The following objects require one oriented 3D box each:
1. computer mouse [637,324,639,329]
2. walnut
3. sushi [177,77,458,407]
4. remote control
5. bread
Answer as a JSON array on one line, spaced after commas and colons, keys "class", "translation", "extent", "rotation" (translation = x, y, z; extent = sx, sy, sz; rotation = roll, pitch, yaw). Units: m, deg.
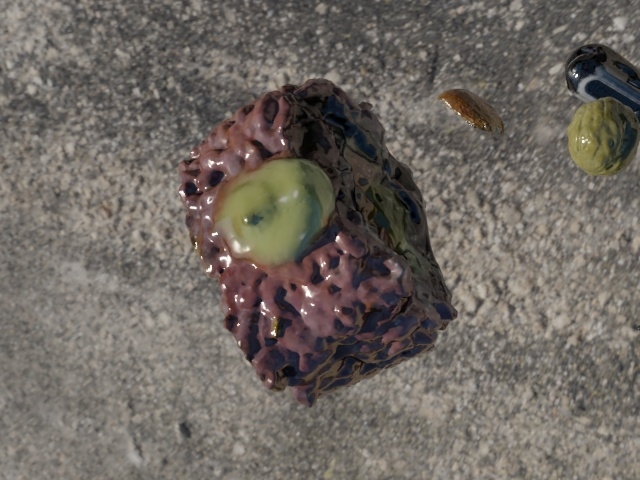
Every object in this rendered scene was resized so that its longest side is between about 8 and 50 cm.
[{"class": "computer mouse", "translation": [0.703, 0.136, 1.553], "extent": [0.264, 0.088, 0.147], "rotation": [-13, 60, 30]}, {"class": "walnut", "translation": [0.325, -0.118, 1.001], "extent": [0.092, 0.092, 0.092], "rotation": [11, 116, 24]}, {"class": "sushi", "translation": [0.000, 0.000, 0.757], "extent": [0.171, 0.236, 0.270], "rotation": [-29, 62, 19]}, {"class": "remote control", "translation": [0.486, -0.203, 1.338], "extent": [0.266, 0.066, 0.090], "rotation": [30, 141, -16]}, {"class": "bread", "translation": [0.286, -0.240, 1.608], "extent": [0.126, 0.129, 0.044], "rotation": [43, 109, 23]}]
